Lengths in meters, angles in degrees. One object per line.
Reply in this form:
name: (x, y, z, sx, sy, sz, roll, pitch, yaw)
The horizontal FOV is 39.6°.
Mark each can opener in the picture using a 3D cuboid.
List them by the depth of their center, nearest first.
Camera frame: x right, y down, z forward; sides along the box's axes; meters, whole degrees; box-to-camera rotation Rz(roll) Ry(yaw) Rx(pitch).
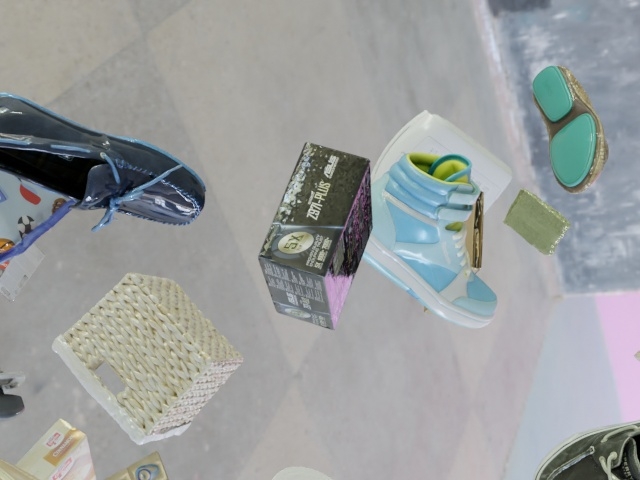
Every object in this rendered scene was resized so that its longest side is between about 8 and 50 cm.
can opener: (-0.640, 0.268, 1.555, 0.280, 0.074, 0.093, 9, 46, -50)

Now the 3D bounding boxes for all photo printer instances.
photo printer: (0.288, -0.158, 2.204, 0.307, 0.256, 0.107, 31, 15, -25)

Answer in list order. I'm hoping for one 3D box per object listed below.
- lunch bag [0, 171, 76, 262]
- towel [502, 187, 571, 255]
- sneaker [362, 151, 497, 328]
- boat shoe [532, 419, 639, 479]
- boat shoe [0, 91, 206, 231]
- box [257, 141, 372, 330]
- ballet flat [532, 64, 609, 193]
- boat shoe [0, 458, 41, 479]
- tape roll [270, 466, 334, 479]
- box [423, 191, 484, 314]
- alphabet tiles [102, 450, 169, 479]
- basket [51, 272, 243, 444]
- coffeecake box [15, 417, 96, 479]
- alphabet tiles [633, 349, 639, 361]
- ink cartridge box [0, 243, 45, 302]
lunch bag: (-0.663, -0.062, 1.449, 0.328, 0.385, 0.239, 58, 27, -14)
towel: (0.502, -0.044, 2.066, 0.027, 0.148, 0.110, -20, 143, -47)
sneaker: (0.201, -0.008, 1.350, 0.319, 0.208, 0.127, 34, 21, -25)
boat shoe: (0.316, 0.225, 0.916, 0.077, 0.219, 0.070, 63, 20, 9)
boat shoe: (-0.247, -0.061, 0.940, 0.258, 0.109, 0.089, 17, 40, -20)
box: (0.000, 0.000, 1.010, 0.180, 0.077, 0.147, 79, 30, -67)
ballet flat: (0.293, -0.121, 1.005, 0.067, 0.073, 0.206, 31, 40, -29)
boat shoe: (-0.349, 0.381, 1.177, 0.109, 0.302, 0.098, -59, 171, 25)
tape roll: (-0.023, 0.658, 2.018, 0.286, 0.100, 0.286, 31, 25, -16)
box: (0.244, 0.024, 1.637, 0.021, 0.201, 0.164, 16, 58, -12)
alphabet tiles: (-0.222, 0.371, 0.944, 0.237, 0.198, 0.009, 59, -5, 35)
basket: (-0.402, 0.280, 2.167, 0.328, 0.266, 0.331, 46, 2, 12)
coffeecake box: (-0.495, 0.443, 1.650, 0.142, 0.068, 0.185, -50, 158, -37)
alphabet tiles: (0.776, 0.330, 1.840, 0.284, 0.021, 0.278, 43, 2, 10)
ink cartridge box: (-0.574, 0.053, 1.673, 0.115, 0.029, 0.063, -62, 147, -26)
